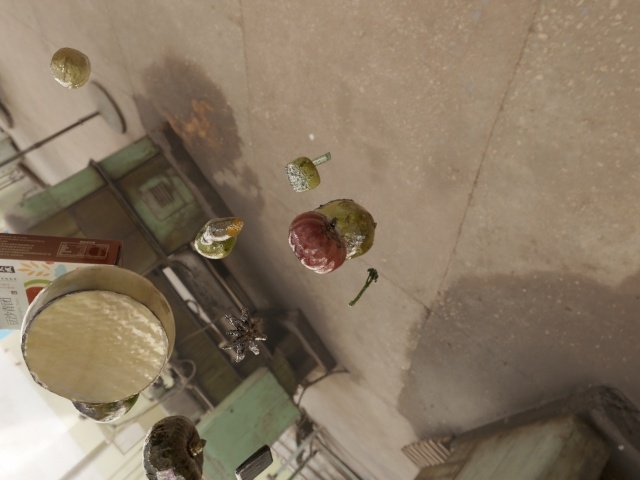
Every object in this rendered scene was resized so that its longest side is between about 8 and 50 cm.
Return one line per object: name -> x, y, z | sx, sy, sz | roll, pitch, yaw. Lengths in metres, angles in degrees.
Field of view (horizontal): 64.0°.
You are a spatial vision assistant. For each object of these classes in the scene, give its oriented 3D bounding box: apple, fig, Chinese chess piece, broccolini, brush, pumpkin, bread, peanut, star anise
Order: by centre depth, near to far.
Chinese chess piece -> -0.394, 0.170, 0.922 | 0.104, 0.257, 0.257 | -117, 2, -64
fig -> -0.481, 0.296, 1.146 | 0.180, 0.191, 0.181 | 7, 134, 7
star anise -> -0.187, 0.235, 1.296 | 0.042, 0.141, 0.141 | -16, 112, 42
peanut -> -0.723, -0.503, 1.489 | 0.263, 0.101, 0.117 | -146, 50, -63
pumpkin -> -0.460, 0.692, 1.662 | 0.260, 0.189, 0.260 | 166, 90, -84
bread -> -0.066, -0.220, 1.743 | 0.118, 0.064, 0.156 | 62, 155, -5
broccolini -> 0.152, 0.155, 1.768 | 0.054, 0.194, 0.052 | 42, 139, 4
brush -> -0.041, -0.266, 1.833 | 0.030, 0.178, 0.033 | -121, 8, -57
apple -> -0.474, -0.005, 2.330 | 0.156, 0.197, 0.196 | 30, 160, -25

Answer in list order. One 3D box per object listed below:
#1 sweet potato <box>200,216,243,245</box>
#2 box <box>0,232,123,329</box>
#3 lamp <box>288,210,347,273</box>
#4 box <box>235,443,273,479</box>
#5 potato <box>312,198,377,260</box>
sweet potato -> -0.337, -0.027, 1.649 | 0.243, 0.077, 0.077 | -15, 112, 46
box -> -0.839, 0.147, 1.653 | 0.122, 0.385, 0.345 | -100, 19, -46
lamp -> 0.000, 0.000, 1.372 | 0.140, 0.182, 0.182 | -33, 98, 24
box -> -0.204, 0.691, 1.577 | 0.027, 0.126, 0.125 | 40, 149, 32
potato -> 0.080, -0.014, 1.979 | 0.246, 0.299, 0.196 | 51, 176, -34
